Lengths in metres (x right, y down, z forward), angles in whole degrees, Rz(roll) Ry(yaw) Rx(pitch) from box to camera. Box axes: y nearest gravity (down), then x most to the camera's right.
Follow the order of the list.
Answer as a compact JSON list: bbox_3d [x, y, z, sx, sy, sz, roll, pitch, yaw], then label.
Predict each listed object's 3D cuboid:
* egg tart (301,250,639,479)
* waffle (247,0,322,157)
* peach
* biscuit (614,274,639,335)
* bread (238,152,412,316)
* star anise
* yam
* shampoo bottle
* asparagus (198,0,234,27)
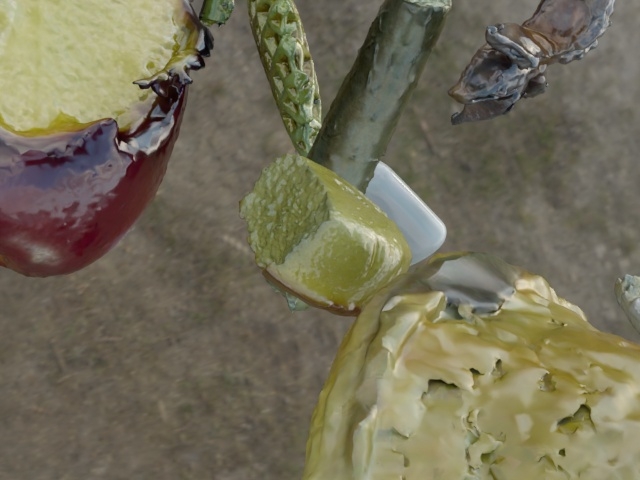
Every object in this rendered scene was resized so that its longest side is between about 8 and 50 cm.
[{"bbox_3d":[0.170,0.205,0.849,0.443,0.178,0.443,33,46,-41],"label":"egg tart"},{"bbox_3d":[-0.041,-0.208,1.588,0.054,0.214,0.207,-17,116,-4],"label":"waffle"},{"bbox_3d":[-0.312,-0.181,1.531,0.339,0.353,0.416,23,80,-20],"label":"peach"},{"bbox_3d":[0.486,0.080,1.601,0.281,0.084,0.179,-15,65,-3],"label":"biscuit"},{"bbox_3d":[0.009,0.005,1.088,0.125,0.156,0.086,28,103,-24],"label":"bread"},{"bbox_3d":[0.196,-0.169,1.322,0.208,0.172,0.063,-33,74,-35],"label":"star anise"},{"bbox_3d":[0.030,-0.090,1.434,0.083,0.371,0.083,19,27,-10],"label":"yam"},{"bbox_3d":[0.053,-0.052,1.735,0.221,0.108,0.051,44,37,-29],"label":"shampoo bottle"},{"bbox_3d":[-0.080,-0.277,1.320,0.030,0.036,0.165,14,77,-5],"label":"asparagus"}]
